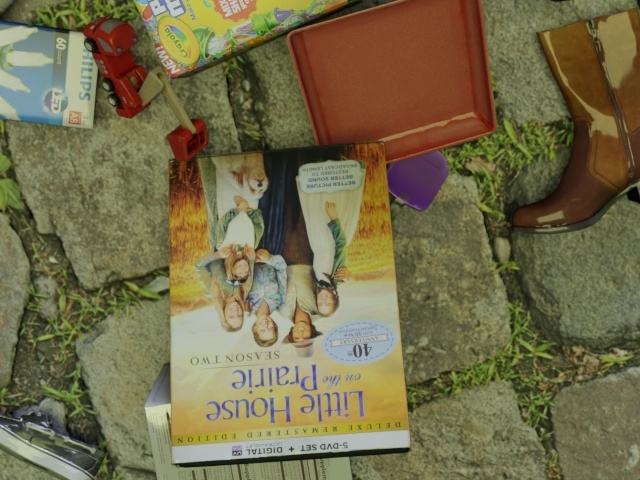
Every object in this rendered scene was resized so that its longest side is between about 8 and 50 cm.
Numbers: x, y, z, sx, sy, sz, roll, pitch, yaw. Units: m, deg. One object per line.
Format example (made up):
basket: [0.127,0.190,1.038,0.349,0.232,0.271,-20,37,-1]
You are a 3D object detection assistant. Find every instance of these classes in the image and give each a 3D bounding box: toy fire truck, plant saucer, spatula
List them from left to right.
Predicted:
toy fire truck: [-0.235,-0.206,1.329,0.047,0.135,0.192,-44,134,-33]
spatula: [0.086,-0.012,1.451,0.084,0.030,0.296,31,99,-3]
plant saucer: [0.101,-0.224,1.352,0.259,0.047,0.259,-16,134,1]

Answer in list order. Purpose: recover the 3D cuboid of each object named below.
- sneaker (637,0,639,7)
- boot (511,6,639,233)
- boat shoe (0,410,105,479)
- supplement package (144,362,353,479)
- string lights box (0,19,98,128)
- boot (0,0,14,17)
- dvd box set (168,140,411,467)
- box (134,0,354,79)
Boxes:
sneaker: [0.487,-0.376,1.337,0.125,0.139,0.341,-42,100,3]
boot: [0.362,-0.165,1.397,0.264,0.096,0.280,-19,100,3]
boat shoe: [-0.432,0.298,1.484,0.219,0.078,0.070,29,64,-3]
supplement package: [-0.095,0.277,1.416,0.263,0.199,0.198,-8,100,0]
string lights box: [-0.439,-0.235,1.354,0.260,0.077,0.133,5,101,-13]
boot: [-0.468,-0.460,1.323,0.203,0.095,0.262,-44,100,7]
dvd box set: [-0.049,0.079,1.308,0.308,0.062,0.420,-4,71,3]
box: [-0.123,-0.400,1.302,0.279,0.177,0.289,-23,100,4]
